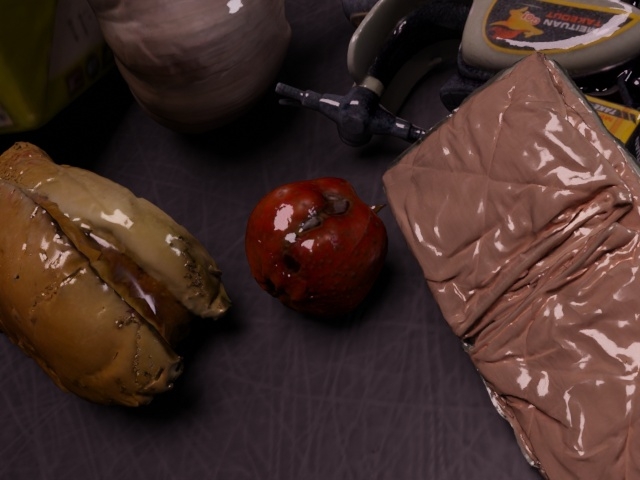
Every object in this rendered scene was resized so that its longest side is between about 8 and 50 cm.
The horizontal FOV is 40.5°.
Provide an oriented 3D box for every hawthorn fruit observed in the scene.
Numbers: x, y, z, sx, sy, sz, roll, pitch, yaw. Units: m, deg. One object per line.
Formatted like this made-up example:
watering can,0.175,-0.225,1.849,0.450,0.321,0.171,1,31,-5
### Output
hawthorn fruit,0.000,0.000,0.527,0.093,0.093,0.093,-14,48,17

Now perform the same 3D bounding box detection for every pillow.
pillow,0.117,0.018,0.429,0.126,0.043,0.232,-40,59,24

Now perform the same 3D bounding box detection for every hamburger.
hamburger,-0.177,0.013,0.577,0.262,0.131,0.124,21,65,43

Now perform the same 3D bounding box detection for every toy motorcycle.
toy motorcycle,0.099,-0.115,0.566,0.263,0.091,0.157,25,72,37

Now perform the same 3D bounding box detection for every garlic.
garlic,-0.064,-0.198,0.642,0.212,0.218,0.218,-18,46,-5

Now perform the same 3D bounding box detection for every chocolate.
chocolate,-0.302,-0.197,0.766,0.301,0.137,0.289,-4,33,27
